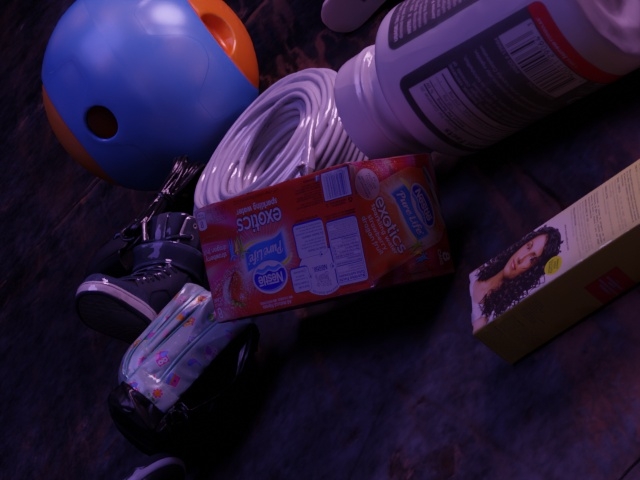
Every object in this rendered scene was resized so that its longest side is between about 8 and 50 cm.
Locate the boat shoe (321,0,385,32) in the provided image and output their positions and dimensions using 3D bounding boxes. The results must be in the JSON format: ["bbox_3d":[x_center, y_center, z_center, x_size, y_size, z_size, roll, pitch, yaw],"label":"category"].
[{"bbox_3d":[0.082,-0.355,2.132,0.219,0.077,0.070,-32,33,36],"label":"boat shoe"}]

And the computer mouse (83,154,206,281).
[{"bbox_3d":[-0.233,-0.013,2.122,0.184,0.060,0.262,-53,-3,-34],"label":"computer mouse"}]

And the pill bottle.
[{"bbox_3d":[0.167,-0.191,1.682,0.318,0.176,0.176,-27,35,39],"label":"pill bottle"}]

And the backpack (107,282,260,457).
[{"bbox_3d":[-0.148,0.138,1.800,0.182,0.115,0.152,-50,-6,-19],"label":"backpack"}]

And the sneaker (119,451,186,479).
[{"bbox_3d":[-0.196,0.336,1.729,0.097,0.084,0.235,26,75,33],"label":"sneaker"}]

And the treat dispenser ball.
[{"bbox_3d":[-0.225,-0.209,2.193,0.288,0.288,0.288,-37,30,26],"label":"treat dispenser ball"}]

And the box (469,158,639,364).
[{"bbox_3d":[0.235,0.012,1.452,0.232,0.058,0.087,-36,30,26],"label":"box"}]

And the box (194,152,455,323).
[{"bbox_3d":[0.000,0.000,1.706,0.257,0.122,0.128,-15,85,48],"label":"box"}]

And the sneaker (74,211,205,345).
[{"bbox_3d":[-0.202,0.032,1.893,0.086,0.226,0.163,-2,70,22],"label":"sneaker"}]

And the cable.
[{"bbox_3d":[-0.044,-0.091,1.988,0.257,0.089,0.257,-22,38,47],"label":"cable"}]
